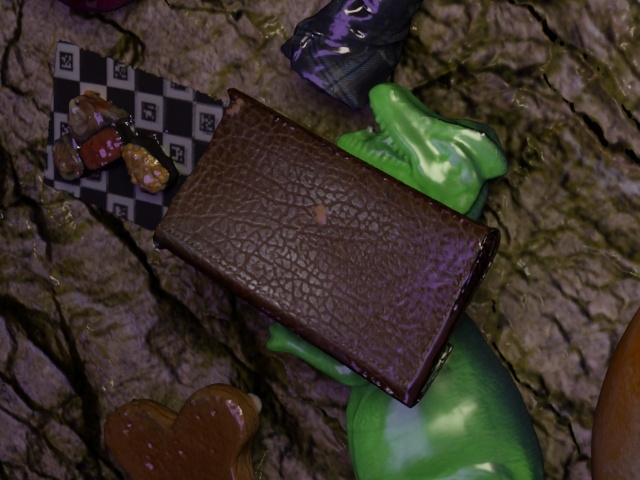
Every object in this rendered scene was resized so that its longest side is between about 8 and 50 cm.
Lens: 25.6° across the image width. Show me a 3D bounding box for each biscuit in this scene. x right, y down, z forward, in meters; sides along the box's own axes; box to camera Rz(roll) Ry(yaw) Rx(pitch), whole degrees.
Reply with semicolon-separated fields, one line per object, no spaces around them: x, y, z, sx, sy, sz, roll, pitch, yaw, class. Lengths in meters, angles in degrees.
-0.092;0.272;1.223;0.197;0.049;0.301;-10;96;41;biscuit

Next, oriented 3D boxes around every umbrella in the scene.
0.061;-0.197;0.983;0.080;0.071;0.224;37;117;-3;umbrella

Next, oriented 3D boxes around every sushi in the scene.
-0.169;-0.078;1.196;0.201;0.031;0.139;22;113;29;sushi

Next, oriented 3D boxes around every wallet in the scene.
0.000;0.000;0.978;0.243;0.039;0.133;30;97;31;wallet

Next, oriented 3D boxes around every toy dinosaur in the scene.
0.156;0.166;1.006;0.500;0.144;0.374;35;107;11;toy dinosaur

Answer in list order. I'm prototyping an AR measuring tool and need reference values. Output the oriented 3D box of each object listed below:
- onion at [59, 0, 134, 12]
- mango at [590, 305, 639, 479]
-0.187;-0.234;1.125;0.115;0.104;0.115;15;126;22;onion
0.268;0.150;0.851;0.221;0.199;0.384;24;127;21;mango
